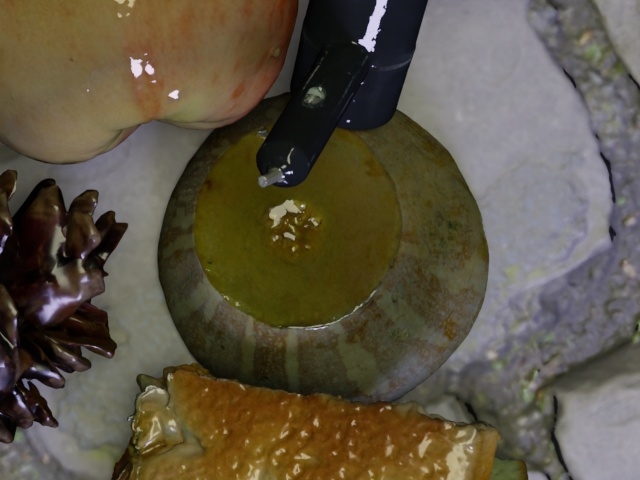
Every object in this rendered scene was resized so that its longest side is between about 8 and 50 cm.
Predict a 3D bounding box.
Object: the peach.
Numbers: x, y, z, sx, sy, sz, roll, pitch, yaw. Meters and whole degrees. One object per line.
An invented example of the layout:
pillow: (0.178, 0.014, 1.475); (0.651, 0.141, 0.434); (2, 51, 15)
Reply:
peach: (-0.129, -0.164, 1.177); (0.232, 0.232, 0.232); (0, 88, -9)

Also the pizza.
pizza: (-0.039, 0.165, 1.211); (0.289, 0.081, 0.229); (-44, 73, 6)

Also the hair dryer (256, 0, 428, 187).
hair dryer: (0.004, -0.096, 1.152); (0.071, 0.219, 0.124); (20, 129, 8)

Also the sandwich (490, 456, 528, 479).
sandwich: (0.063, 0.245, 1.246); (0.090, 0.088, 0.244); (20, 85, -4)

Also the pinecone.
pinecone: (-0.215, 0.043, 1.175); (0.204, 0.179, 0.184); (1, 110, -25)

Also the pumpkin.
pumpkin: (0.004, 0.006, 1.243); (0.217, 0.110, 0.217); (0, 87, -3)
